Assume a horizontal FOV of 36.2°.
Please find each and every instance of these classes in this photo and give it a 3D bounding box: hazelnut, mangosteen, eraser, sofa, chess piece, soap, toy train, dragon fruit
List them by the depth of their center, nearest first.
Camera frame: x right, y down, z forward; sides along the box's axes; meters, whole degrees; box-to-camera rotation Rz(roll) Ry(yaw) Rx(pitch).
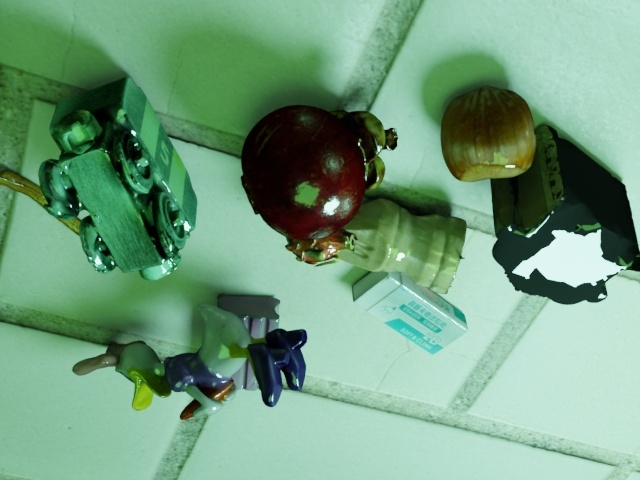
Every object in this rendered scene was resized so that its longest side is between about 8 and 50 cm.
[{"bbox_3d":[-0.305,-0.089,1.490,0.167,0.238,0.299,-16,128,10],"label":"toy train"},{"bbox_3d":[0.003,-0.120,1.518,0.257,0.215,0.215,-26,129,-2],"label":"mangosteen"},{"bbox_3d":[0.264,-0.166,1.542,0.150,0.150,0.150,-2,130,-3],"label":"hazelnut"},{"bbox_3d":[0.001,-0.002,1.617,0.116,0.081,0.086,-10,93,22],"label":"dragon fruit"},{"bbox_3d":[0.390,-0.032,1.638,0.258,0.200,0.182,31,133,-28],"label":"sofa"},{"bbox_3d":[0.093,-0.008,1.685,0.300,0.137,0.137,14,128,-2],"label":"chess piece"},{"bbox_3d":[0.170,0.129,1.836,0.225,0.052,0.095,35,121,-29],"label":"eraser"},{"bbox_3d":[-0.143,0.197,1.858,0.122,0.065,0.203,5,130,-5],"label":"soap"}]

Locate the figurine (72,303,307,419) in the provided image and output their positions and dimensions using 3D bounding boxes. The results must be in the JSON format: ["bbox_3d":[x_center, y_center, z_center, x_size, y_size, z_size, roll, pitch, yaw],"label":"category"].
[{"bbox_3d":[-0.229,0.218,1.746,0.420,0.154,0.193,-16,93,23],"label":"figurine"}]

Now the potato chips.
[{"bbox_3d":[-0.462,-0.061,1.638,0.026,0.037,0.204,-27,133,30],"label":"potato chips"}]
